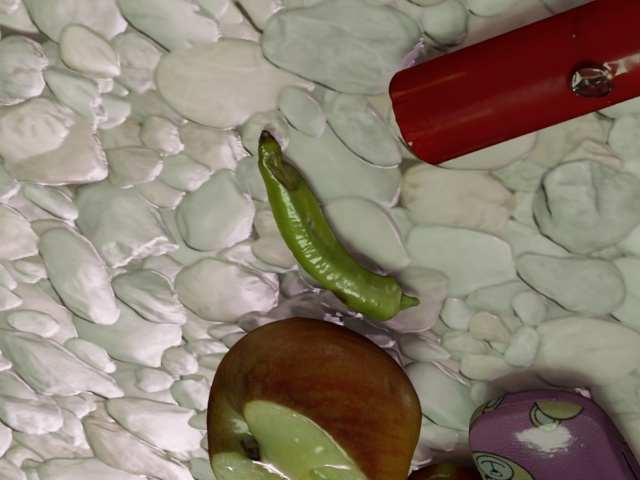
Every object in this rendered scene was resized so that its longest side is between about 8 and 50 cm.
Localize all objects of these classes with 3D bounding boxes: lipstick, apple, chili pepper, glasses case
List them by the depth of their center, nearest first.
[{"bbox_3d":[0.174,-0.117,0.966,0.279,0.073,0.073,-18,129,32],"label":"lipstick"},{"bbox_3d":[-0.001,0.001,1.167,0.049,0.043,0.208,-11,133,43],"label":"chili pepper"},{"bbox_3d":[-0.007,0.148,1.238,0.173,0.160,0.195,17,137,-8],"label":"apple"},{"bbox_3d":[0.232,0.239,1.331,0.123,0.076,0.316,-13,132,25],"label":"glasses case"}]

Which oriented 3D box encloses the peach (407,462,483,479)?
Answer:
[{"bbox_3d":[0.132,0.275,1.363,0.092,0.127,0.172,-10,137,21],"label":"peach"}]
